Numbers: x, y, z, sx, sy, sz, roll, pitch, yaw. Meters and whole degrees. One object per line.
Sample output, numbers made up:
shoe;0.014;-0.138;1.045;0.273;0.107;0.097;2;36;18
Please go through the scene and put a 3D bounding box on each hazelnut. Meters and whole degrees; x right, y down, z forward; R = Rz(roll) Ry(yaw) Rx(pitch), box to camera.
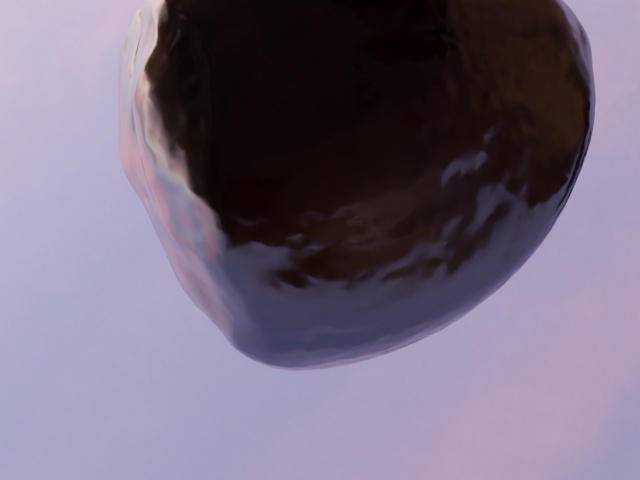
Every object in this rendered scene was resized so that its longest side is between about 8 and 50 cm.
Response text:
hazelnut;0.018;-0.052;0.598;0.208;0.208;0.208;-5;-113;12
